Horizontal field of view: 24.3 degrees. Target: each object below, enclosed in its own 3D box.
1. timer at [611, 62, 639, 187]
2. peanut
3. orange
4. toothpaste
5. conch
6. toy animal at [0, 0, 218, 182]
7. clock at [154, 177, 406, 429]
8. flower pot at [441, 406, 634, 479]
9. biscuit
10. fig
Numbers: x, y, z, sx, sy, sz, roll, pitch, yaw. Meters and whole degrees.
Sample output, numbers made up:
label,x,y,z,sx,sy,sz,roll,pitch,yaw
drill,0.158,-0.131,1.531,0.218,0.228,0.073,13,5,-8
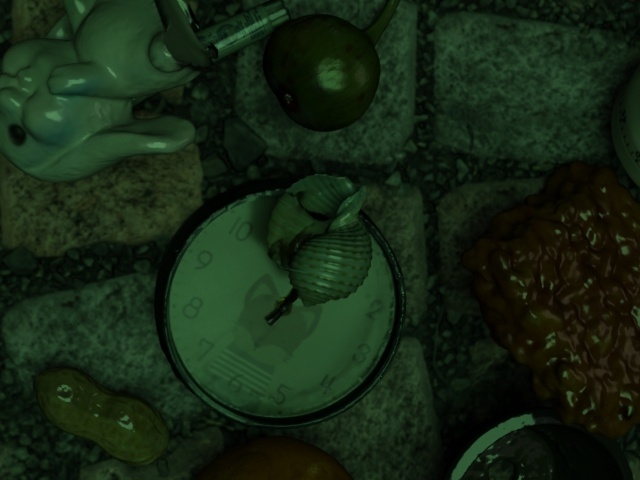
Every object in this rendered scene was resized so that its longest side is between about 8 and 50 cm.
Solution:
label,x,y,z,sx,sy,sz,roll,pitch,yaw
timer,0.489,-0.137,1.927,0.234,0.240,0.233,3,68,-8
peanut,-0.273,0.218,1.859,0.193,0.089,0.089,27,93,-16
orange,-0.055,0.360,1.852,0.240,0.240,0.240,-2,99,-11
toothpaste,-0.149,-0.235,1.840,0.239,0.039,0.062,-26,89,-4
conch,-0.002,0.004,1.807,0.135,0.102,0.153,17,62,-1
toy animal,-0.255,-0.200,1.743,0.289,0.174,0.249,-12,60,24
clock,-0.050,0.084,1.896,0.325,0.067,0.325,-2,99,-10
flower pot,0.259,0.327,1.947,0.269,0.166,0.268,-3,102,-12
biscuit,0.343,0.076,1.883,0.312,0.110,0.318,-33,94,-40
fig,0.038,-0.247,1.852,0.245,0.149,0.149,-46,105,-25
